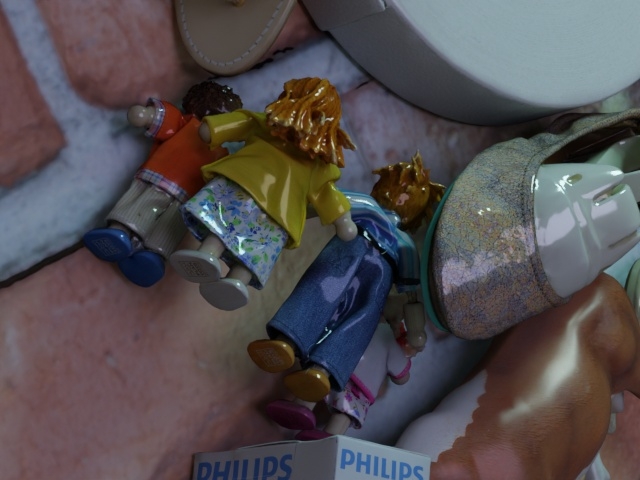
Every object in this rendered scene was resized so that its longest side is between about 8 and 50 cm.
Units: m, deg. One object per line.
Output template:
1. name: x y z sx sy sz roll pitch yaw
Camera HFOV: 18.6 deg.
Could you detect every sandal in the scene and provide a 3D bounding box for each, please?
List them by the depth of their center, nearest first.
1. sandal: -0.042 -0.221 1.151 0.079 0.088 0.240 29 82 -64

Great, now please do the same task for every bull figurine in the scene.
1. bull figurine: 0.131 0.144 1.260 0.310 0.101 0.188 -46 115 -36

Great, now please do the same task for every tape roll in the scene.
1. tape roll: 0.114 -0.271 1.347 0.392 0.072 0.392 9 76 -39

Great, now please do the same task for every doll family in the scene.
1. doll family: 0.000 0.000 1.161 0.263 0.118 0.163 47 55 -24

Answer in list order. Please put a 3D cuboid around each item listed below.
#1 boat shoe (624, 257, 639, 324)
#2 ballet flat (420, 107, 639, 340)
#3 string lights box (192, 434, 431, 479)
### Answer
1. boat shoe: 0.344 0.096 1.454 0.302 0.098 0.109 36 60 -30
2. ballet flat: 0.161 -0.026 1.251 0.316 0.106 0.107 -43 120 -59
3. string lights box: -0.017 0.246 1.088 0.077 0.133 0.259 17 71 -37
